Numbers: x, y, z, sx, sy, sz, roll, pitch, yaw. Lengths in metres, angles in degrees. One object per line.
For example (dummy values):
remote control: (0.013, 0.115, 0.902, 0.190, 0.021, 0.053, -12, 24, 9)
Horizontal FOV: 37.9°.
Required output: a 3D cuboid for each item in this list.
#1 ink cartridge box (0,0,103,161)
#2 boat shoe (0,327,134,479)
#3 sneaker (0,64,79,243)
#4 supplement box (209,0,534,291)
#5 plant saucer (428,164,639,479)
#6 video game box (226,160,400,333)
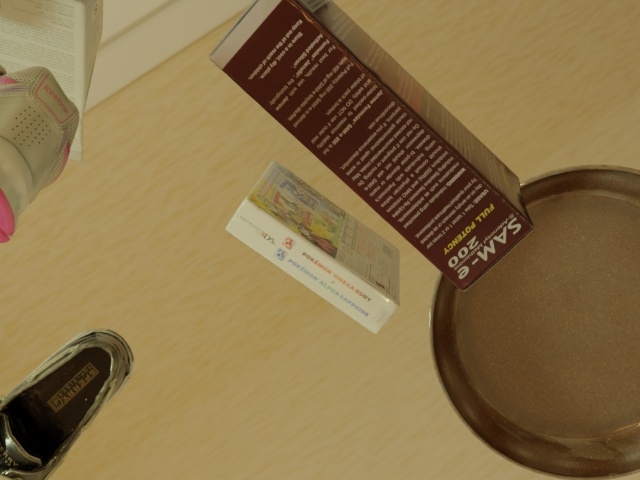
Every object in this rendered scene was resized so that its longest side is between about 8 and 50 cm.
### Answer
ink cartridge box: (-0.465, -0.279, 1.302, 0.308, 0.091, 0.385, 16, 151, -6)
boat shoe: (-0.231, 0.152, 0.698, 0.077, 0.219, 0.070, 41, 177, -3)
sneaker: (-0.242, -0.062, 0.665, 0.252, 0.111, 0.103, 4, 137, 50)
supplement box: (0.042, -0.084, 0.678, 0.239, 0.073, 0.130, 42, -162, -7)
plant saucer: (0.260, 0.079, 0.915, 0.311, 0.310, 0.050, 56, -173, -6)
video game box: (0.000, 0.000, 1.007, 0.187, 0.048, 0.205, 37, -165, -5)
